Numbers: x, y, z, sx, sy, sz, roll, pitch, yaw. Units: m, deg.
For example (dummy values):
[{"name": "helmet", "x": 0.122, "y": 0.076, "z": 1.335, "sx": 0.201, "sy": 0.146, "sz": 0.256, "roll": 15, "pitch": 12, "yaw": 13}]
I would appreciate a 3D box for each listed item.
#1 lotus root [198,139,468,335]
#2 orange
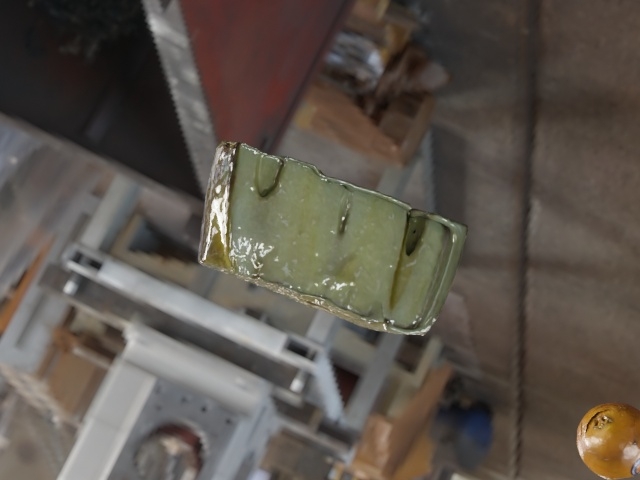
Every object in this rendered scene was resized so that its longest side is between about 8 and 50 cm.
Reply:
[{"name": "lotus root", "x": 0.000, "y": 0.000, "z": 1.310, "sx": 0.234, "sy": 0.119, "sz": 0.138, "roll": 19, "pitch": 175, "yaw": -12}, {"name": "orange", "x": 0.313, "y": 0.212, "z": 1.562, "sx": 0.083, "sy": 0.084, "sz": 0.083, "roll": 24, "pitch": 163, "yaw": 8}]
